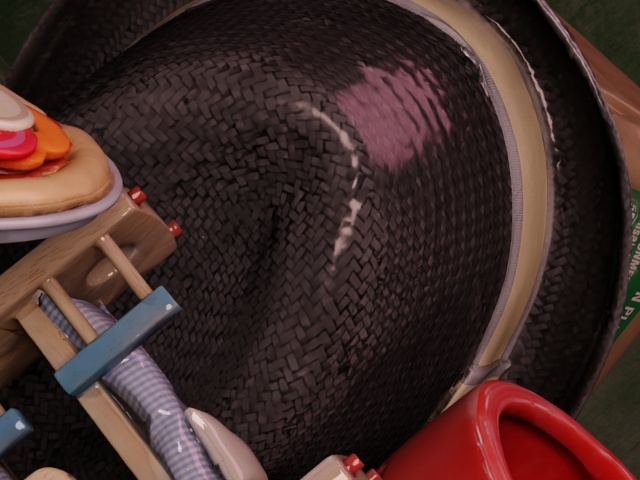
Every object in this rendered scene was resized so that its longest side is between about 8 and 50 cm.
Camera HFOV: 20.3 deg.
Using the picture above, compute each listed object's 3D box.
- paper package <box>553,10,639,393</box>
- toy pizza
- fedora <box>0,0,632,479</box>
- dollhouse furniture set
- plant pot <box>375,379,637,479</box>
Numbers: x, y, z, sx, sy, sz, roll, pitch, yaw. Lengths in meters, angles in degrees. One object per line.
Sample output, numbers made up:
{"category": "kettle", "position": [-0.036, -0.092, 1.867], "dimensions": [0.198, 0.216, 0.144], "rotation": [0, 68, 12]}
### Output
{"category": "paper package", "position": [0.000, 0.000, 0.947], "dimensions": [0.168, 0.325, 0.309], "rotation": [14, 28, -45]}
{"category": "toy pizza", "position": [-0.157, -0.047, 0.548], "dimensions": [0.201, 0.032, 0.201], "rotation": [15, 14, -4]}
{"category": "fedora", "position": [-0.045, 0.013, 0.730], "dimensions": [0.334, 0.334, 0.152], "rotation": [50, 26, 8]}
{"category": "dollhouse furniture set", "position": [-0.077, 0.059, 0.541], "dimensions": [0.129, 0.129, 0.184], "rotation": [50, -2, 15]}
{"category": "plant pot", "position": [0.057, 0.174, 0.659], "dimensions": [0.191, 0.174, 0.191], "rotation": [47, 15, -17]}
